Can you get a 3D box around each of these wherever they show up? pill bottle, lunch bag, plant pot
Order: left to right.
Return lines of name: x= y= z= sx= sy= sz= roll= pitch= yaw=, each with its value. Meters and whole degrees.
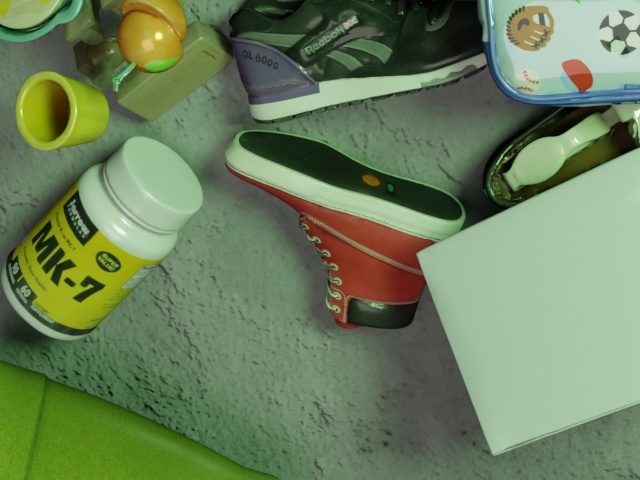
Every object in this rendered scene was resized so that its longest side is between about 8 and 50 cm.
pill bottle: x=-0.220 y=-0.003 z=1.478 sx=0.119 sy=0.119 sz=0.208 roll=40 pitch=118 yaw=-12
plant pot: x=-0.232 y=0.336 z=1.561 sx=0.352 sy=0.366 sz=0.367 roll=15 pitch=121 yaw=-10
lunch bag: x=0.246 y=-0.265 z=1.202 sx=0.243 sy=0.115 sz=0.304 roll=-2 pitch=100 yaw=9

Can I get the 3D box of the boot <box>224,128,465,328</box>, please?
boot: x=0.000 y=0.000 z=1.457 sx=0.244 sy=0.088 sz=0.176 roll=22 pitch=122 yaw=-5

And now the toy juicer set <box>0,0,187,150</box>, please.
toy juicer set: x=-0.232 y=-0.260 z=1.271 sx=0.209 sy=0.089 sz=0.329 roll=-32 pitch=76 yaw=27

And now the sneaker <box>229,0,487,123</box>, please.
sneaker: x=0.048 y=-0.197 z=1.329 sx=0.283 sy=0.107 sz=0.124 roll=-12 pitch=109 yaw=17

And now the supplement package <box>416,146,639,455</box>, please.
supplement package: x=0.255 y=0.051 z=1.318 sx=0.261 sy=0.145 sz=0.204 roll=-26 pitch=80 yaw=36

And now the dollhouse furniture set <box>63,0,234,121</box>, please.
dollhouse furniture set: x=-0.174 y=-0.225 z=1.398 sx=0.144 sy=0.123 sz=0.151 roll=-34 pitch=143 yaw=25

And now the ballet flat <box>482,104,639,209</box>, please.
ballet flat: x=0.266 y=-0.103 z=1.330 sx=0.280 sy=0.096 sz=0.095 roll=-35 pitch=84 yaw=25
